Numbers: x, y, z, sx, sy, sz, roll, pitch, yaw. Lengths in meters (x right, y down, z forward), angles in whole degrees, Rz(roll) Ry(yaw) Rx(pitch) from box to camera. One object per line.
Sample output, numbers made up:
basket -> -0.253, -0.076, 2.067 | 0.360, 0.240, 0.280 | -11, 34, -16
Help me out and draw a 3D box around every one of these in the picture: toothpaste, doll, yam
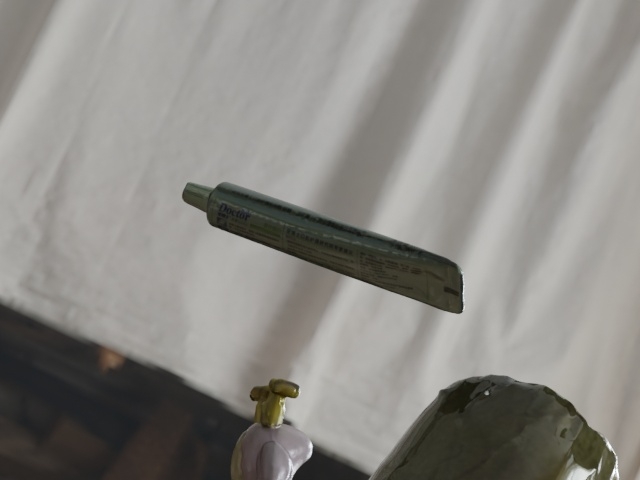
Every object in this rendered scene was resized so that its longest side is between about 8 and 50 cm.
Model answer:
toothpaste -> 0.000, 0.000, 1.065 | 0.197, 0.029, 0.048 | 20, -35, 21
doll -> -0.088, 0.344, 2.010 | 0.094, 0.365, 0.160 | 22, -14, -10
yam -> -0.037, 0.182, 0.430 | 0.083, 0.371, 0.083 | 28, -35, 22
